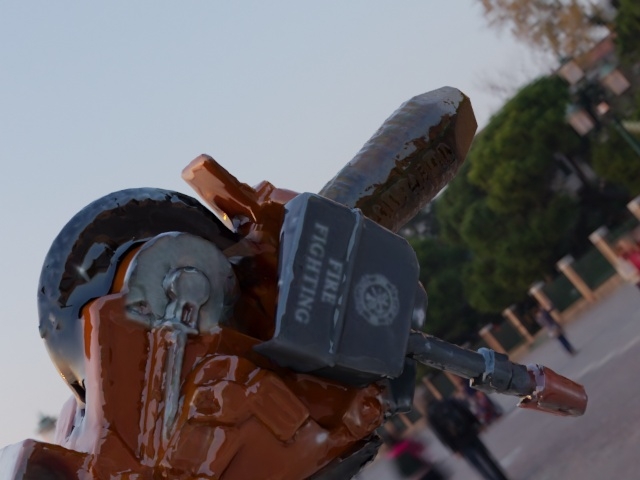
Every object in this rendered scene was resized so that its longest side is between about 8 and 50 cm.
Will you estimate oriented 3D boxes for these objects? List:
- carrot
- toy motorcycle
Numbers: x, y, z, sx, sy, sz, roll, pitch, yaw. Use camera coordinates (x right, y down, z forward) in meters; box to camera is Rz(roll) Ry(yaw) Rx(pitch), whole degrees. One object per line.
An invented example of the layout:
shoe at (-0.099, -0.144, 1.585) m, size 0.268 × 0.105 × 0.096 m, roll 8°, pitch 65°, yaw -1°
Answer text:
carrot at (0.000, 0.000, 0.801) m, size 0.314 × 0.066 × 0.066 m, roll -43°, pitch -6°, yaw -28°
toy motorcycle at (-0.022, 0.136, 0.431) m, size 0.147 × 0.221 × 0.326 m, roll -27°, pitch 47°, yaw 55°
